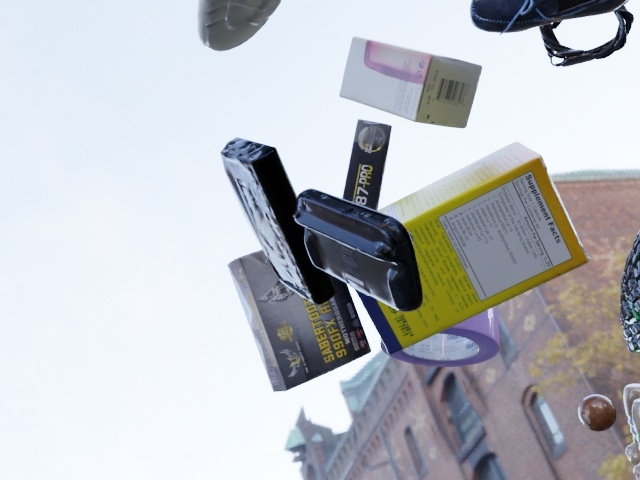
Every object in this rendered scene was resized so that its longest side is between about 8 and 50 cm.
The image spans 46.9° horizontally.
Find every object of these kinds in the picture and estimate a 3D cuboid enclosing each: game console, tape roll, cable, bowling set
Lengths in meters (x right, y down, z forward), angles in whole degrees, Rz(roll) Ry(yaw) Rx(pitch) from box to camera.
[{"bbox_3d":[0.000,0.000,0.854,0.044,0.361,0.213,-34,-61,-19],"label":"game console"},{"bbox_3d":[0.277,0.212,1.726,0.274,0.090,0.275,5,-28,3],"label":"tape roll"},{"bbox_3d":[0.559,-0.452,1.549,0.184,0.151,0.047,-11,5,27],"label":"cable"},{"bbox_3d":[0.491,0.299,1.089,0.199,0.154,0.287,-5,0,21],"label":"bowling set"}]

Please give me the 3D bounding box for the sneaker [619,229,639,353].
[{"bbox_3d":[0.392,0.005,0.607,0.146,0.134,0.343,28,-47,-15],"label":"sneaker"}]

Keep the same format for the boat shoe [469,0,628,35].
[{"bbox_3d":[0.373,-0.409,1.203,0.258,0.109,0.089,-12,-2,11],"label":"boat shoe"}]

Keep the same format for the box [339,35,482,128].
[{"bbox_3d":[0.172,-0.310,1.439,0.148,0.232,0.127,-1,-69,-39],"label":"box"}]

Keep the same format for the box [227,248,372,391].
[{"bbox_3d":[-0.034,0.115,1.248,0.183,0.231,0.056,-18,-4,-33],"label":"box"}]

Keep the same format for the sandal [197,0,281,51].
[{"bbox_3d":[-0.090,-0.456,1.008,0.169,0.102,0.416,-22,-32,-43],"label":"sandal"}]

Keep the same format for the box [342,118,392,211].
[{"bbox_3d":[0.105,-0.092,1.853,0.097,0.318,0.395,13,-7,5],"label":"box"}]

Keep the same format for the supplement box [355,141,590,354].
[{"bbox_3d":[0.228,0.007,1.247,0.356,0.195,0.194,-26,-78,9],"label":"supplement box"}]
